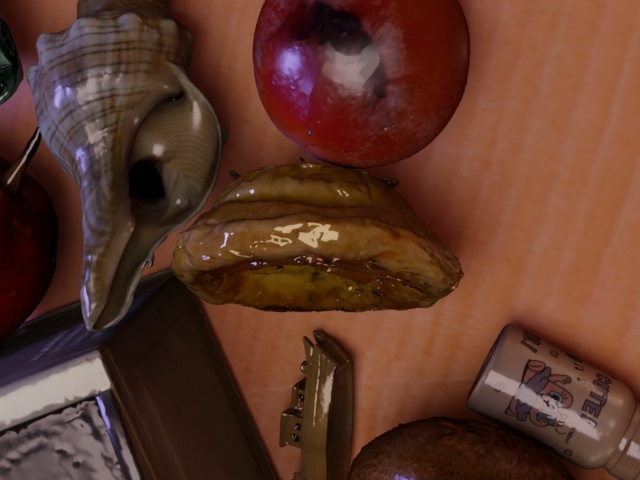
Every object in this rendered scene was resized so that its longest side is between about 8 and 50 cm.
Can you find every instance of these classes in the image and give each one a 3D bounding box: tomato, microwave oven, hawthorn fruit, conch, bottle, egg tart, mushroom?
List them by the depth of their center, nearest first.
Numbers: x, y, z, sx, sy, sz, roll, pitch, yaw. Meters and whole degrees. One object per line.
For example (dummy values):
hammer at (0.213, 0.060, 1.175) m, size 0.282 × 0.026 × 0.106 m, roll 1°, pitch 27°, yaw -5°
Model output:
tomato at (0.036, -0.171, 1.559) m, size 0.208 × 0.184 × 0.208 m, roll 5°, pitch 111°, yaw 13°
egg tart at (0.000, 0.000, 1.601) m, size 0.290 × 0.290 × 0.115 m, roll 1°, pitch 77°, yaw 15°
conch at (-0.188, -0.106, 1.639) m, size 0.203 × 0.169 × 0.386 m, roll 3°, pitch 90°, yaw -12°
mushroom at (0.150, 0.258, 1.648) m, size 0.253 × 0.253 × 0.153 m, roll 16°, pitch 74°, yaw 9°
bottle at (0.259, 0.164, 1.662) m, size 0.209 × 0.097 × 0.110 m, roll 27°, pitch 100°, yaw 4°
microwave oven at (-0.207, 0.279, 1.695) m, size 0.247 × 0.333 × 0.394 m, roll -20°, pitch 100°, yaw 16°
hawthorn fruit at (-0.377, -0.017, 1.695) m, size 0.254 × 0.254 × 0.300 m, roll 42°, pitch 108°, yaw -1°

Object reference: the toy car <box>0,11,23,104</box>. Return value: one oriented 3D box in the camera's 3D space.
toy car at (-0.389, -0.254, 1.678) m, size 0.136 × 0.125 × 0.306 m, roll -19°, pitch 80°, yaw 6°

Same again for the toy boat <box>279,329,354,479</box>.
toy boat at (-0.007, 0.195, 1.763) m, size 0.072 × 0.064 × 0.206 m, roll 13°, pitch 110°, yaw 30°
